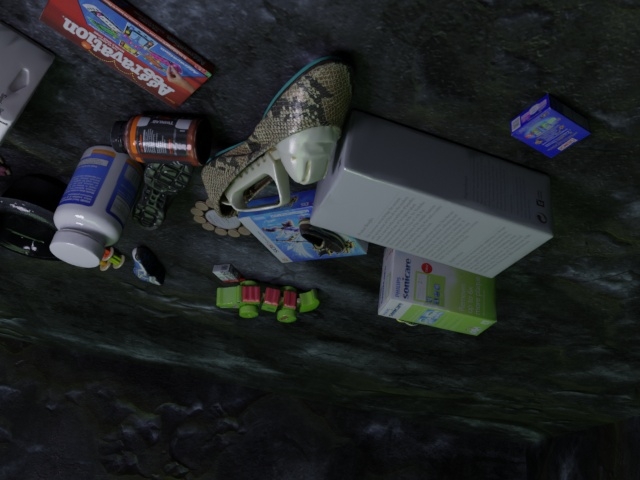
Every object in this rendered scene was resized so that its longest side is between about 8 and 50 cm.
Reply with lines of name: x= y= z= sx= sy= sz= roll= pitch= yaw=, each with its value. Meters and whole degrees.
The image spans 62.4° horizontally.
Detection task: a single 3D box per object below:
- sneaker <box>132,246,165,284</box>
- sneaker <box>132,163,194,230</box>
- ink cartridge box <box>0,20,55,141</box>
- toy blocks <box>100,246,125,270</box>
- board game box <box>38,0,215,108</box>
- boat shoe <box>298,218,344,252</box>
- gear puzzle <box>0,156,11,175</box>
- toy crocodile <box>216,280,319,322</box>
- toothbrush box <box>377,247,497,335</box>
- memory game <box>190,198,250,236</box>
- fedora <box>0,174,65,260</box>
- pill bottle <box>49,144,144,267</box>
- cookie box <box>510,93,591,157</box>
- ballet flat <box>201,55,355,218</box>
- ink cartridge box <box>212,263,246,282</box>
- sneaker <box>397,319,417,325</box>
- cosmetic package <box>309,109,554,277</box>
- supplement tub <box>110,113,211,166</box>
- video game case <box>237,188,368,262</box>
sneaker: x=-0.586 y=0.090 z=1.750 sx=0.081 sy=0.080 sz=0.211 roll=3 pitch=148 yaw=5
sneaker: x=-0.385 y=-0.145 z=1.287 sx=0.101 sy=0.106 sz=0.267 roll=29 pitch=125 yaw=-21
ink cartridge box: x=-0.662 y=-0.269 z=1.047 sx=0.115 sy=0.198 sz=0.273 roll=32 pitch=143 yaw=-31
toy blocks: x=-0.738 y=0.039 z=1.734 sx=0.123 sy=0.054 sz=0.148 roll=-10 pitch=144 yaw=31
board game box: x=-0.351 y=-0.361 z=0.971 sx=0.281 sy=0.027 sz=0.145 roll=31 pitch=145 yaw=-32
boat shoe: x=0.000 y=0.000 z=1.336 sx=0.152 sy=0.049 sz=0.056 roll=31 pitch=142 yaw=-33
gear puzzle: x=-0.996 y=-0.236 z=1.351 sx=0.339 sy=0.044 sz=0.175 roll=10 pitch=150 yaw=0
toy crocodile: x=-0.175 y=0.196 z=1.761 sx=0.341 sy=0.115 sz=0.105 roll=7 pitch=150 yaw=-10
toothbrush box: x=0.311 y=0.114 z=1.405 sx=0.284 sy=0.206 sz=0.122 roll=13 pitch=150 yaw=-4
memory game: x=-0.269 y=-0.061 z=1.468 sx=0.186 sy=0.012 sz=0.186 roll=7 pitch=150 yaw=4
fedora: x=-0.786 y=-0.072 z=1.460 sx=0.335 sy=0.152 sz=0.334 roll=8 pitch=151 yaw=5
pill bottle: x=-0.535 y=-0.079 z=1.257 sx=0.153 sy=0.271 sz=0.152 roll=8 pitch=149 yaw=5
cookie box: x=0.427 y=-0.211 z=0.984 sx=0.107 sy=0.040 sz=0.092 roll=23 pitch=147 yaw=-21
ballet flat: x=-0.083 y=-0.164 z=1.069 sx=0.164 sy=0.181 sz=0.483 roll=-3 pitch=164 yaw=-42
ink cartridge box: x=-0.303 y=0.119 z=1.766 sx=0.063 sy=0.029 sz=0.115 roll=-5 pitch=146 yaw=22
sneaker: x=0.308 y=0.277 z=1.853 sx=0.084 sy=0.031 sz=0.035 roll=10 pitch=149 yaw=-1
cosmetic package: x=0.232 y=-0.085 z=1.134 sx=0.454 sy=0.161 sz=0.230 roll=16 pitch=149 yaw=-11
supplement tub: x=-0.343 y=-0.217 z=1.134 sx=0.198 sy=0.105 sz=0.106 roll=5 pitch=149 yaw=7
video game case: x=-0.041 y=-0.031 z=1.406 sx=0.270 sy=0.061 sz=0.244 roll=-7 pitch=147 yaw=26
